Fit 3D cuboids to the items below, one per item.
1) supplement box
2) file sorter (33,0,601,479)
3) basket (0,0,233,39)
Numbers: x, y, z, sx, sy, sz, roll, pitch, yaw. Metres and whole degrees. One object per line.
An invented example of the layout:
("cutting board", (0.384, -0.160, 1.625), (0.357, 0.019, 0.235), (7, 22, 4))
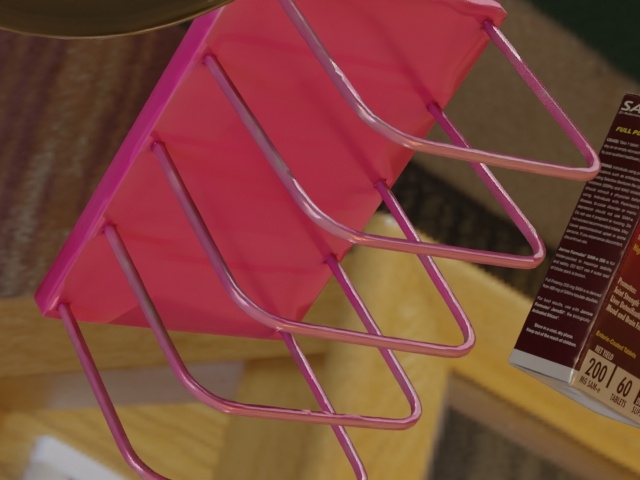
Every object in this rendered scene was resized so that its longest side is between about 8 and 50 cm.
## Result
("supplement box", (0.256, 0.019, 1.540), (0.130, 0.073, 0.239), (29, 81, -42))
("file sorter", (0.000, 0.000, 1.168), (0.202, 0.291, 0.182), (8, 37, -39))
("basket", (-0.054, -0.151, 0.463), (0.154, 0.204, 0.227), (48, 15, -25))
